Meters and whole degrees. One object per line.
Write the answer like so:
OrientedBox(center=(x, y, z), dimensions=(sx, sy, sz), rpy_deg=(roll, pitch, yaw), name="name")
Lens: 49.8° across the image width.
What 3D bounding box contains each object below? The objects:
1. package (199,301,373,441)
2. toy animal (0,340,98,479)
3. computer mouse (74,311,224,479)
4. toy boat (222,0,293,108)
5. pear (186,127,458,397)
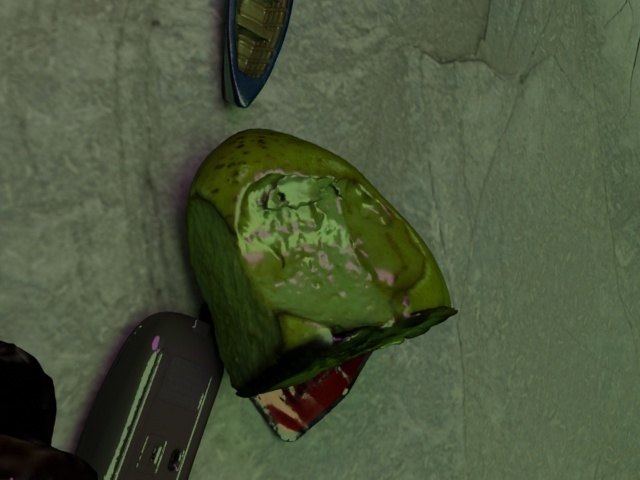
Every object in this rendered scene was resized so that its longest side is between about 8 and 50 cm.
OrientedBox(center=(0.011, 0.077, 0.799), dimensions=(0.269, 0.071, 0.194), rpy_deg=(-38, 96, -30), name="package")
OrientedBox(center=(-0.307, 0.090, 0.392), dimensions=(0.344, 0.303, 0.194), rpy_deg=(32, 65, -34), name="toy animal")
OrientedBox(center=(-0.163, 0.183, 0.653), dimensions=(0.120, 0.057, 0.232), rpy_deg=(35, 63, -42), name="computer mouse")
OrientedBox(center=(-0.074, -0.249, 0.763), dimensions=(0.080, 0.046, 0.228), rpy_deg=(18, 77, -38), name="toy boat")
OrientedBox(center=(0.000, 0.000, 0.694), dimensions=(0.238, 0.164, 0.255), rpy_deg=(-11, 69, -31), name="pear")
